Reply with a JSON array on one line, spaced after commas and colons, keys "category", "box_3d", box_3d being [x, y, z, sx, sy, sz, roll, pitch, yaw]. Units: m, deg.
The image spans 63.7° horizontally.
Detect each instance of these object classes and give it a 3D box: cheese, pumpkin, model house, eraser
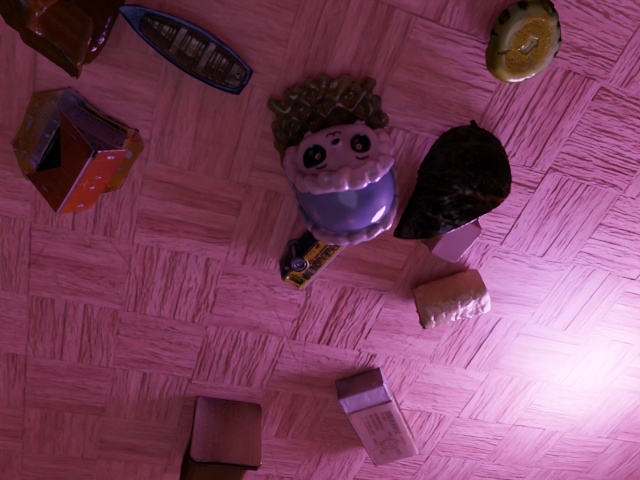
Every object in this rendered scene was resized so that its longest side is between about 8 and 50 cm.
[{"category": "cheese", "box_3d": [0.307, 0.142, 1.217, 0.167, 0.094, 0.123, -17, 123, 5]}, {"category": "pumpkin", "box_3d": [0.254, -0.118, 0.991, 0.278, 0.111, 0.163, -26, 111, -3]}, {"category": "model house", "box_3d": [-0.453, -0.131, 0.916, 0.207, 0.136, 0.219, 32, 116, -27]}, {"category": "eraser", "box_3d": [0.163, 0.508, 1.465, 0.144, 0.078, 0.343, -20, 123, 7]}, {"category": "model house", "box_3d": [-0.364, -0.357, 0.708, 0.173, 0.239, 0.268, -16, 126, 0]}]

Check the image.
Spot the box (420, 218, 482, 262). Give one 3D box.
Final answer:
[{"category": "box", "box_3d": [0.290, -0.014, 1.127, 0.089, 0.062, 0.122, 24, 118, -21]}]

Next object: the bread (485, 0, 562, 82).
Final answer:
[{"category": "bread", "box_3d": [0.350, -0.347, 0.897, 0.130, 0.071, 0.139, -14, 127, 7]}]

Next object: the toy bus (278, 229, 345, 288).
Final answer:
[{"category": "toy bus", "box_3d": [0.000, 0.000, 1.098, 0.074, 0.081, 0.226, 30, 113, -30]}]

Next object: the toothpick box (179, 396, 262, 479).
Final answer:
[{"category": "toothpick box", "box_3d": [-0.290, 0.605, 1.424, 0.187, 0.190, 0.308, 12, 126, -17]}]

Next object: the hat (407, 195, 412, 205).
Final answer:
[{"category": "hat", "box_3d": [0.196, -0.071, 1.092, 0.087, 0.058, 0.042, -37, 81, 43]}]

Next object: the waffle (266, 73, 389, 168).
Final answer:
[{"category": "waffle", "box_3d": [0.019, -0.208, 0.966, 0.223, 0.054, 0.204, -10, 125, 2]}]

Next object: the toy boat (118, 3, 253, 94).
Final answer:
[{"category": "toy boat", "box_3d": [-0.220, -0.323, 0.852, 0.229, 0.046, 0.080, 25, 120, -28]}]

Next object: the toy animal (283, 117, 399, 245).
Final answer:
[{"category": "toy animal", "box_3d": [0.042, -0.100, 0.926, 0.208, 0.156, 0.204, -11, 136, 3]}]
